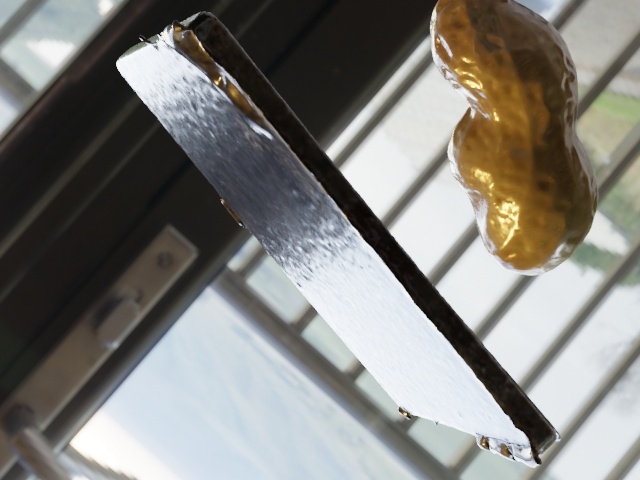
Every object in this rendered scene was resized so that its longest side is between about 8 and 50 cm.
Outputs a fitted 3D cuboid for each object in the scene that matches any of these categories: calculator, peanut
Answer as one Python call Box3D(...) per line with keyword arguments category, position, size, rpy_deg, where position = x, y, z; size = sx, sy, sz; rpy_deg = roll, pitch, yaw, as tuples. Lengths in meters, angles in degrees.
Box3D(category="calculator", position=(0.000, 0.000, 0.663), size=(0.262, 0.021, 0.161), rpy_deg=(51, 165, -15))
Box3D(category="peanut", position=(0.141, -0.082, 0.993), size=(0.086, 0.104, 0.228), rpy_deg=(-55, -45, -64))
